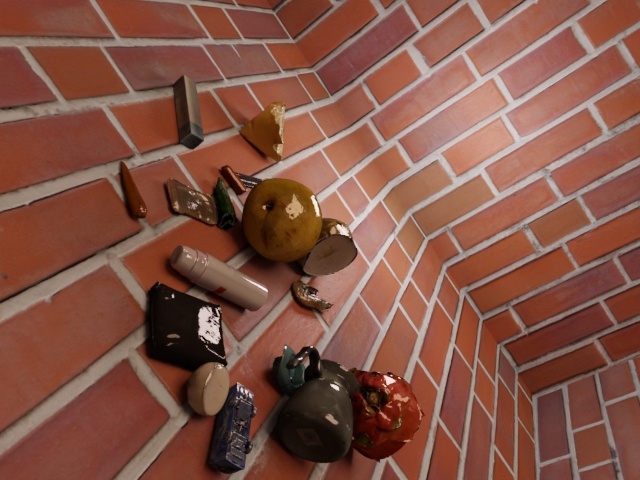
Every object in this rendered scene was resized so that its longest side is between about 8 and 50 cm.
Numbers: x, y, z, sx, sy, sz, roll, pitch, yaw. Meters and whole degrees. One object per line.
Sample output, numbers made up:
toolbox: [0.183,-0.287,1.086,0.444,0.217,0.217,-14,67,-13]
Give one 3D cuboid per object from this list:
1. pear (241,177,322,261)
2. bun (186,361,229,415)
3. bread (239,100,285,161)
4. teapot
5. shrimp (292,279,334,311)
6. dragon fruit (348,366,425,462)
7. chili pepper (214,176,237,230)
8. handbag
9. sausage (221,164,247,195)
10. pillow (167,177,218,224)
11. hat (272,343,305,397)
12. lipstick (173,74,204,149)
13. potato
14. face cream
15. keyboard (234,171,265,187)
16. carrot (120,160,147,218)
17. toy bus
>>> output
pear: [-0.136,-0.071,2.054,0.314,0.314,0.314,41,30,-31]
bun: [-0.305,0.384,1.491,0.138,0.094,0.138,4,90,-69]
bread: [-0.196,-0.493,2.515,0.224,0.211,0.183,44,22,-16]
teapot: [-0.021,0.469,1.722,0.305,0.223,0.285,40,36,-10]
shrimp: [-0.031,0.216,2.214,0.223,0.047,0.126,27,29,-45]
dragon fruit: [0.162,0.548,1.893,0.226,0.306,0.305,44,29,-27]
chili pepper: [-0.342,-0.146,2.031,0.059,0.088,0.226,5,48,-27]
handbag: [-0.357,0.237,1.568,0.247,0.080,0.222,32,36,-43]
sausage: [-0.331,-0.231,2.179,0.131,0.041,0.039,53,40,-9]
pillow: [-0.424,-0.127,1.909,0.211,0.034,0.135,21,42,-54]
hat: [-0.108,0.415,1.821,0.138,0.078,0.190,-72,144,-48]
lipstick: [-0.495,-0.484,2.142,0.068,0.066,0.317,28,38,-46]
potato: [0.000,0.000,2.291,0.196,0.247,0.299,56,3,28]
face cream: [-0.313,0.115,1.758,0.346,0.102,0.101,34,34,-39]
keyboard: [-0.275,-0.235,2.318,0.198,0.010,0.063,9,52,-58]
carrot: [-0.561,-0.154,1.692,0.048,0.048,0.216,12,46,-56]
toy bus: [-0.228,0.492,1.497,0.079,0.094,0.236,38,30,-24]
